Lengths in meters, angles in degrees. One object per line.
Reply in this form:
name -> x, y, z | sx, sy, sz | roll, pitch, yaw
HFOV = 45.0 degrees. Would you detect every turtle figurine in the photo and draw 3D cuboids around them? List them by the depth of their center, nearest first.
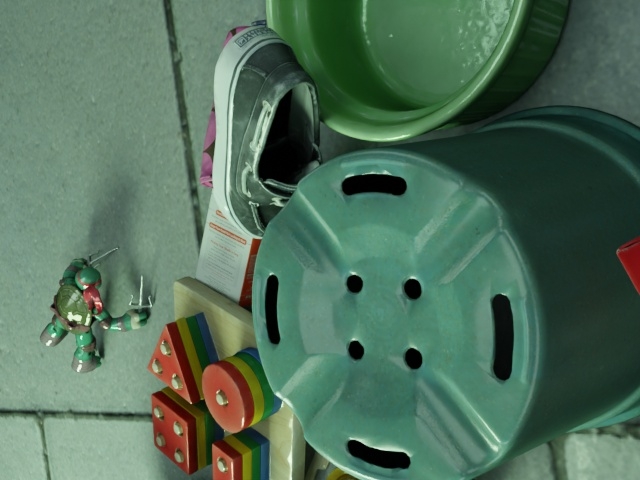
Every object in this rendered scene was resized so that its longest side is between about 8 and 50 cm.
turtle figurine -> -0.374, 0.102, 1.238 | 0.175, 0.118, 0.234 | 49, 127, 23

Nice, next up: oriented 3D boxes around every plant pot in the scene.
plant pot -> 0.139, 0.046, 0.686 | 0.341, 0.334, 0.342 | 6, 99, 38

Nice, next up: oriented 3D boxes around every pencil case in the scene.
pencil case -> -0.088, -0.162, 0.967 | 0.098, 0.095, 0.210 | 8, 85, 11

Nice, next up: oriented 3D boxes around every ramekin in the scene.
ramekin -> 0.103, -0.254, 0.797 | 0.303, 0.148, 0.304 | 5, 98, 38

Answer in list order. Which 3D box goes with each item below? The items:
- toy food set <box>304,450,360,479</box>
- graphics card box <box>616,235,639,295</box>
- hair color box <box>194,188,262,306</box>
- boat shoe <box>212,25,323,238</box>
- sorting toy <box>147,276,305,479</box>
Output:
toy food set -> 0.039, 0.354, 0.963 | 0.218, 0.071, 0.128 | 41, 118, 28
graphics card box -> 0.338, 0.071, 0.510 | 0.094, 0.370, 0.233 | -35, 75, 35
hair color box -> -0.110, -0.004, 1.053 | 0.093, 0.053, 0.167 | 26, 112, 35
boat shoe -> -0.046, -0.083, 0.828 | 0.102, 0.108, 0.301 | 47, 152, 26
sorting toy -> -0.138, 0.215, 1.025 | 0.257, 0.089, 0.256 | 24, 121, 42
